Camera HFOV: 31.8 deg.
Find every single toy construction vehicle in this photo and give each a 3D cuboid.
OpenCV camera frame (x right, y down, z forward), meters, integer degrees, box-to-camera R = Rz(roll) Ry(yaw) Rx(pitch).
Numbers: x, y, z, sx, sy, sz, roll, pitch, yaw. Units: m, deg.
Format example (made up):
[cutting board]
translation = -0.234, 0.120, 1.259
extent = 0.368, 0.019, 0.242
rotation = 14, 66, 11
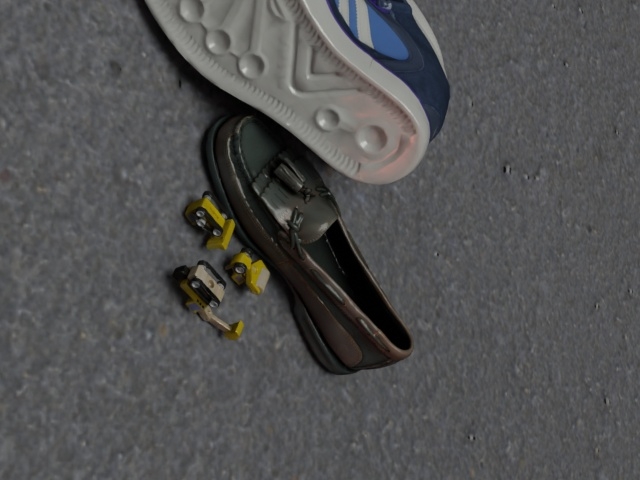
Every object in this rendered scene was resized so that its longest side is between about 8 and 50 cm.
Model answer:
[toy construction vehicle]
translation = -0.087, 0.023, 0.925
extent = 0.098, 0.035, 0.085
rotation = 50, 38, -33

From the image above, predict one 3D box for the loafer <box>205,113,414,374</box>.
[loafer]
translation = 0.000, 0.000, 0.982
extent = 0.096, 0.084, 0.267
rotation = -49, 119, -41

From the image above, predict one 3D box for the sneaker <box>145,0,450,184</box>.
[sneaker]
translation = -0.014, -0.203, 1.004
extent = 0.323, 0.130, 0.236
rotation = 43, 26, -11
